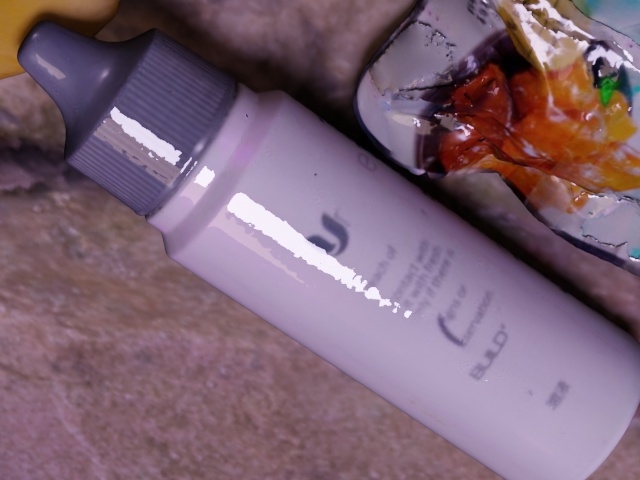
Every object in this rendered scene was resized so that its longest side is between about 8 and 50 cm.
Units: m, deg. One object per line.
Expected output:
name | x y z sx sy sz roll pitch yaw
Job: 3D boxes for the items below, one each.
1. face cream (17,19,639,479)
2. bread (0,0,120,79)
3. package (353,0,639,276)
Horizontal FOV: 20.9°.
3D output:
face cream | 0.000 0.000 0.768 0.311 0.092 0.092 33 134 -14
bread | -0.183 -0.197 0.717 0.142 0.091 0.305 4 128 29
package | 0.129 -0.049 0.725 0.232 0.040 0.166 30 136 -5
